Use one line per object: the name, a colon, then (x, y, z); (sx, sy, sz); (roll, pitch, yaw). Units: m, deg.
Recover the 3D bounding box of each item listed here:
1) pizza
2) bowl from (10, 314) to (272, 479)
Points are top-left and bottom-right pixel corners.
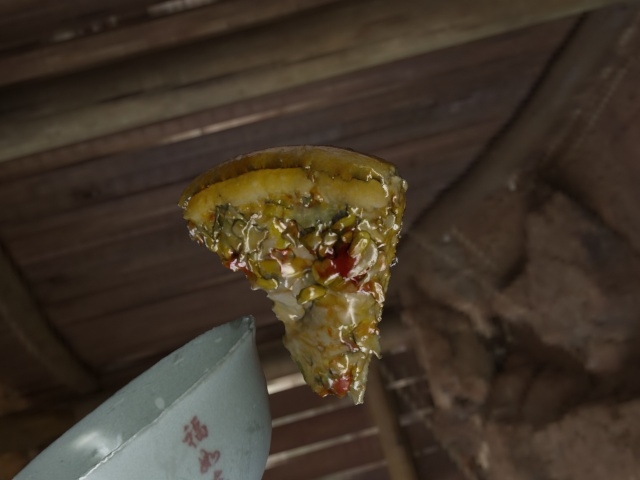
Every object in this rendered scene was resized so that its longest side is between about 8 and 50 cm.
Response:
pizza: (-0.038, 0.021, 1.589); (0.074, 0.251, 0.288); (-31, -45, -51)
bowl: (-0.195, 0.292, 1.801); (0.196, 0.435, 0.435); (52, 178, -6)
